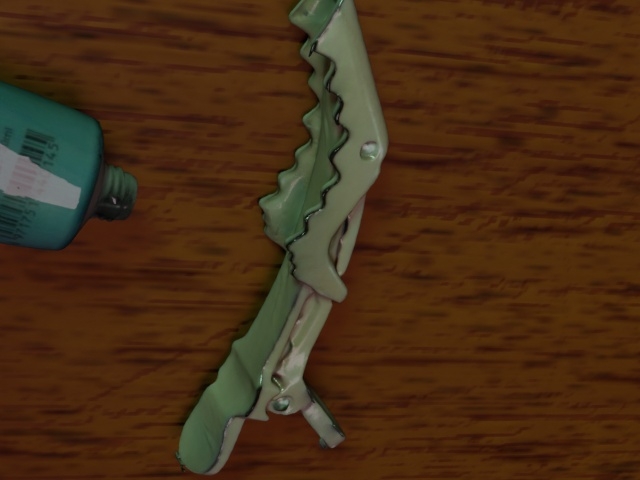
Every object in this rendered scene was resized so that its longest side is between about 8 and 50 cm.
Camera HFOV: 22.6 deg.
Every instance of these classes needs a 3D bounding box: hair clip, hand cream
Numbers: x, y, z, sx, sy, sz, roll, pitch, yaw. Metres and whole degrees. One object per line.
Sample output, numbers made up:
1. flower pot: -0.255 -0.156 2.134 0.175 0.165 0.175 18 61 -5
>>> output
1. hair clip: 0.000 0.000 0.631 0.072 0.034 0.226 -1 123 -27
2. hand cream: -0.168 -0.039 0.530 0.224 0.048 0.083 15 117 -24
